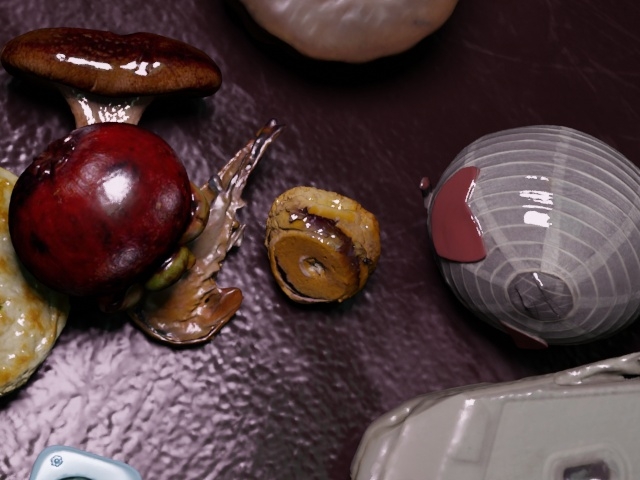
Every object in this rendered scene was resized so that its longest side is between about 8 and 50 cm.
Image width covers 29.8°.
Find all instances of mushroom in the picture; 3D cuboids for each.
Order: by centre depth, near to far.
[{"bbox_3d":[-0.219,-0.107,1.258,0.226,0.148,0.218,2,91,-4],"label":"mushroom"}]

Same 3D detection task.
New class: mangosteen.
[{"bbox_3d":[-0.196,-0.018,1.154,0.199,0.200,0.200,4,72,-13],"label":"mangosteen"}]

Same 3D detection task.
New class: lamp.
[{"bbox_3d":[0.236,-0.004,1.267,0.265,0.233,0.233,45,68,-12],"label":"lamp"}]

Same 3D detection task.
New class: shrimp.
[{"bbox_3d":[-0.102,-0.005,1.274,0.117,0.066,0.262,42,82,-13],"label":"shrimp"}]

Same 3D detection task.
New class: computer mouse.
[{"bbox_3d":[0.245,0.245,1.244,0.428,0.145,0.228,-9,83,-4],"label":"computer mouse"}]

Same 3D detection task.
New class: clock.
[{"bbox_3d":[-0.240,0.278,1.160,0.108,0.045,0.147,19,71,-7],"label":"clock"}]

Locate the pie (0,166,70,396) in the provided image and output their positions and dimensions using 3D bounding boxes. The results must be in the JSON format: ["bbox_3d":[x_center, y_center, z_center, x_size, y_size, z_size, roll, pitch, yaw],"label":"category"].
[{"bbox_3d":[-0.346,0.041,1.178,0.201,0.090,0.248,20,63,-23],"label":"pie"}]

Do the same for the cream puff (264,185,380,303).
[{"bbox_3d":[0.000,0.000,1.271,0.133,0.119,0.104,47,46,-9],"label":"cream puff"}]

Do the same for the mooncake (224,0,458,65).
[{"bbox_3d":[0.016,-0.334,1.322,0.290,0.161,0.291,-1,97,-8],"label":"mooncake"}]
